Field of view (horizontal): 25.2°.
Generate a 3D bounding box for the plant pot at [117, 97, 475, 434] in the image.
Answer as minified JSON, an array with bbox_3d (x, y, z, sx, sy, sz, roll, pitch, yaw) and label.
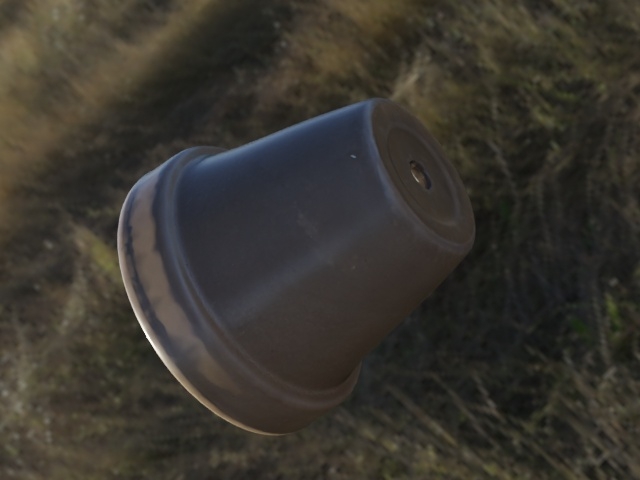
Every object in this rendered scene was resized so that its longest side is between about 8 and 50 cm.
[{"bbox_3d":[0.000,0.000,1.205,0.229,0.263,0.263,-33,25,26],"label":"plant pot"}]
